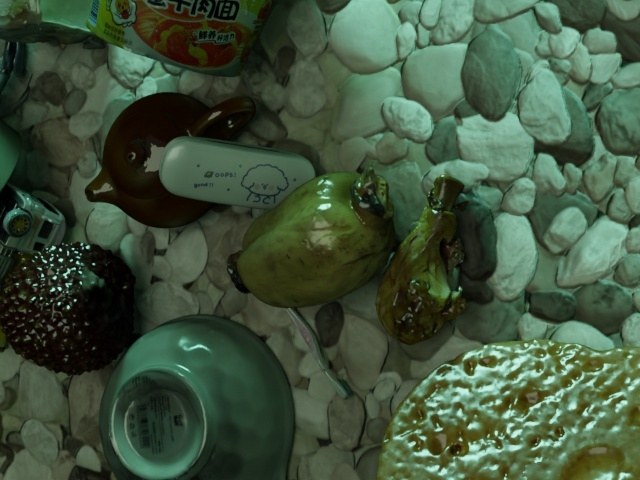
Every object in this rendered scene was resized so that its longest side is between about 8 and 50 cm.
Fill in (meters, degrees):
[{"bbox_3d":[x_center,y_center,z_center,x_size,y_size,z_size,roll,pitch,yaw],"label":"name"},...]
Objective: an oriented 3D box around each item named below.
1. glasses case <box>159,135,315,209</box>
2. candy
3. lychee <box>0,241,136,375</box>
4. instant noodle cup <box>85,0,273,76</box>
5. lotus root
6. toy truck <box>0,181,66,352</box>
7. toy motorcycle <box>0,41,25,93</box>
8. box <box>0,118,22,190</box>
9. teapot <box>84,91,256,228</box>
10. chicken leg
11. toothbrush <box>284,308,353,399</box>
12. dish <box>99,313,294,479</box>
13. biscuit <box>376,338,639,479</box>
[{"bbox_3d":[-0.103,-0.082,1.708,0.197,0.049,0.076,9,109,-18],"label":"glasses case"},{"bbox_3d":[-0.375,-0.355,1.834,0.137,0.184,0.195,-4,90,29],"label":"candy"},{"bbox_3d":[-0.333,0.089,1.790,0.188,0.188,0.188,-1,87,24],"label":"lychee"},{"bbox_3d":[-0.164,-0.328,1.701,0.264,0.264,0.200,25,106,23],"label":"instant noodle cup"},{"bbox_3d":[0.000,0.000,1.662,0.256,0.154,0.140,-26,119,36],"label":"lotus root"},{"bbox_3d":[-0.434,0.038,1.876,0.098,0.114,0.227,34,101,43],"label":"toy truck"},{"bbox_3d":[-0.517,-0.305,1.917,0.206,0.154,0.260,1,102,3],"label":"toy motorcycle"},{"bbox_3d":[-0.533,-0.106,1.842,0.226,0.149,0.226,-33,32,24],"label":"box"},{"bbox_3d":[-0.192,-0.114,1.760,0.252,0.135,0.178,-31,80,21],"label":"teapot"},{"bbox_3d":[0.132,0.025,1.635,0.101,0.085,0.208,17,88,58],"label":"chicken leg"},{"bbox_3d":[-0.021,0.116,1.733,0.017,0.022,0.204,-47,70,33],"label":"toothbrush"},{"bbox_3d":[-0.178,0.235,1.747,0.303,0.120,0.303,-2,86,25],"label":"dish"},{"bbox_3d":[0.279,0.261,1.486,0.455,0.078,0.350,17,65,33],"label":"biscuit"}]
